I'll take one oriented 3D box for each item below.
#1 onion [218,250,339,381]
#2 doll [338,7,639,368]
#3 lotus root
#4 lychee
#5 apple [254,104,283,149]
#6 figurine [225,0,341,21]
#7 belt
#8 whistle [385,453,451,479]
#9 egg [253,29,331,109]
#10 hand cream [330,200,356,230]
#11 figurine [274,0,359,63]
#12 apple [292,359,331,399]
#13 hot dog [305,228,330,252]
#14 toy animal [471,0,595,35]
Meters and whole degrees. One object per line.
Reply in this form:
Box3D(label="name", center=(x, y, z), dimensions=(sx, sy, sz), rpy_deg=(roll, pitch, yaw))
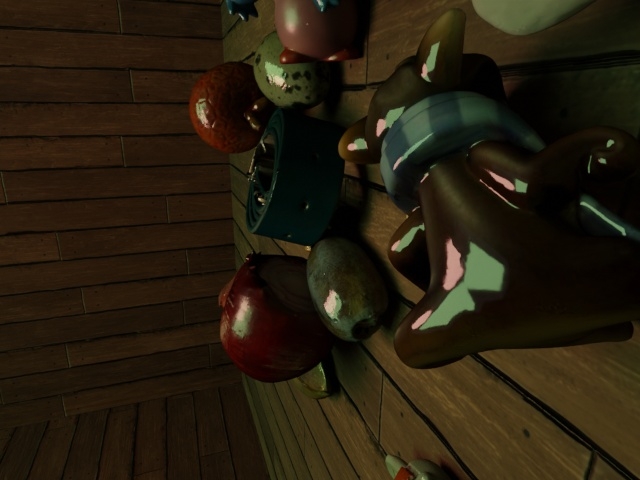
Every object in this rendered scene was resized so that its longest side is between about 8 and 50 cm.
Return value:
Box3D(label="onion", center=(-0.099, 0.197, 1.083), dimensions=(0.341, 0.342, 0.340), rpy_deg=(174, 90, -72))
Box3D(label="doll", center=(0.159, -0.040, 0.421), dimensions=(0.317, 0.209, 0.339), rpy_deg=(118, 145, -48))
Box3D(label="lotus root", center=(0.036, 0.074, 0.917), dimensions=(0.322, 0.140, 0.158), rpy_deg=(-116, 27, -52))
Box3D(label="lychee", center=(-0.245, -0.371, 1.199), dimensions=(0.300, 0.255, 0.254), rpy_deg=(26, 120, 54))
Box3D(label="apple", center=(-0.171, -0.361, 1.388), dimensions=(0.163, 0.147, 0.146), rpy_deg=(124, 138, -65))
Box3D(label="figurine", center=(-0.038, -0.499, 0.667), dimensions=(0.242, 0.417, 0.297), rpy_deg=(88, -159, -51))
Box3D(label="belt", center=(-0.073, -0.156, 1.035), dimensions=(0.436, 0.173, 0.300), rpy_deg=(-131, 57, -65))
Box3D(label="whistle", center=(0.171, 0.411, 0.676), dimensions=(0.253, 0.106, 0.101), rpy_deg=(-176, 98, -71))
Box3D(label="egg", center=(-0.061, -0.398, 1.013), dimensions=(0.228, 0.177, 0.177), rpy_deg=(52, 146, 33))
Box3D(label="hand cream", center=(0.034, -0.068, 1.034), dimensions=(0.235, 0.055, 0.086), rpy_deg=(-139, 48, -74))
Box3D(label="figurine", center=(-0.006, -0.443, 0.846), dimensions=(0.173, 0.174, 0.173), rpy_deg=(174, 90, -72))
Box3D(label="apple", center=(-0.046, 0.362, 1.290), dimensions=(0.193, 0.120, 0.264), rpy_deg=(93, 166, -57))
Box3D(label="hot dog", center=(0.000, 0.000, 1.078), dimensions=(0.041, 0.056, 0.133), rpy_deg=(-62, -4, 30))
Box3D(label="toy animal", center=(0.193, -0.301, 0.284), dimensions=(0.289, 0.174, 0.248), rpy_deg=(154, 109, -72))
